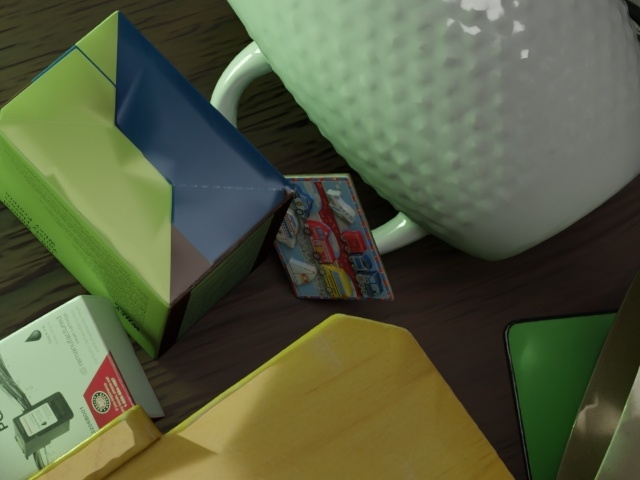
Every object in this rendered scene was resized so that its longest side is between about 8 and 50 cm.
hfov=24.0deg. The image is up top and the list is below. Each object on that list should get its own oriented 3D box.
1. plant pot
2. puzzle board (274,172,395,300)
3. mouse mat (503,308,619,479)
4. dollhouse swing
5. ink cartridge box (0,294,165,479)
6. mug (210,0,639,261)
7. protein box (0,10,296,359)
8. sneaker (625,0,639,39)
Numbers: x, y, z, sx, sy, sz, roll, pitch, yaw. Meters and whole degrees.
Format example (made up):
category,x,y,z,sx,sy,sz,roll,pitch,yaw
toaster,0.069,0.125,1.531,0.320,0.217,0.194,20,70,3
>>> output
category,x,y,z,sx,sy,sz,roll,pitch,yaw
plant pot,0.307,0.153,1.163,0.191,0.284,0.284,22,72,5
puzzle board,0.000,0.000,1.249,0.096,0.128,0.011,-1,37,30
mouse mat,0.245,0.154,1.317,0.153,0.007,0.189,-5,74,-10
dollhouse swing,-0.045,0.272,1.117,0.305,0.315,0.346,-34,87,-35
ink cartridge box,-0.217,0.126,1.191,0.150,0.063,0.109,-30,79,10
mug,0.077,-0.135,1.259,0.374,0.276,0.328,-34,94,14
protein box,-0.146,-0.037,1.207,0.200,0.201,0.136,45,73,5
sneaker,0.302,-0.303,1.406,0.100,0.108,0.271,-16,79,-15
